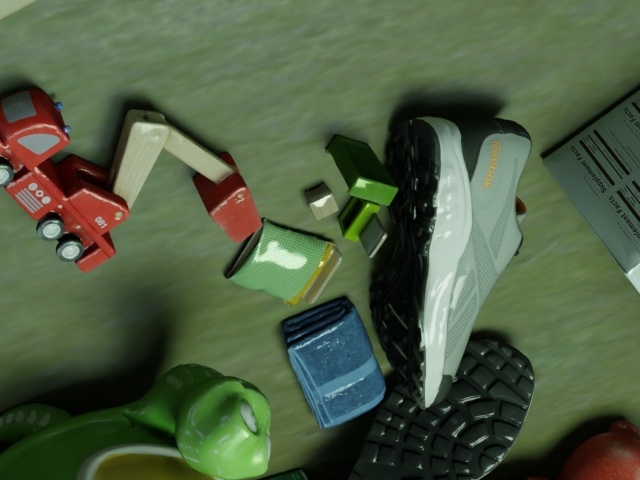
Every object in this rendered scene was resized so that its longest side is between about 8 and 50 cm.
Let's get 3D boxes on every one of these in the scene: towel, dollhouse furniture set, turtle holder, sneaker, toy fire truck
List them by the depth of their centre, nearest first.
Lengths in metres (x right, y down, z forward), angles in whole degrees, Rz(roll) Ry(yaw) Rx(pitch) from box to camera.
[{"bbox_3d":[-0.140,-0.047,1.192,0.135,0.047,0.192,-33,132,5],"label":"toy fire truck"},{"bbox_3d":[0.000,0.000,1.284,0.076,0.058,0.152,16,120,-33],"label":"dollhouse furniture set"},{"bbox_3d":[-0.138,0.253,1.293,0.320,0.227,0.243,-34,120,0],"label":"turtle holder"},{"bbox_3d":[0.105,0.023,1.324,0.108,0.100,0.271,-10,131,-22],"label":"sneaker"},{"bbox_3d":[0.013,0.102,1.396,0.067,0.029,0.119,-24,133,-4],"label":"towel"},{"bbox_3d":[0.078,0.201,1.479,0.283,0.107,0.124,-52,171,2],"label":"sneaker"}]

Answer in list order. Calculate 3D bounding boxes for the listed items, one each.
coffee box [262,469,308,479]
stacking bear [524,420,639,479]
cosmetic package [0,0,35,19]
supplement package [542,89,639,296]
[{"bbox_3d":[-0.093,0.271,1.484,0.184,0.040,0.113,-14,132,-12],"label":"coffee box"},{"bbox_3d":[0.198,0.287,1.554,0.289,0.175,0.164,-38,140,-2],"label":"stacking bear"},{"bbox_3d":[-0.280,-0.179,0.978,0.309,0.113,0.160,-29,134,1],"label":"cosmetic package"},{"bbox_3d":[0.322,-0.027,1.337,0.203,0.149,0.194,-36,134,8],"label":"supplement package"}]
